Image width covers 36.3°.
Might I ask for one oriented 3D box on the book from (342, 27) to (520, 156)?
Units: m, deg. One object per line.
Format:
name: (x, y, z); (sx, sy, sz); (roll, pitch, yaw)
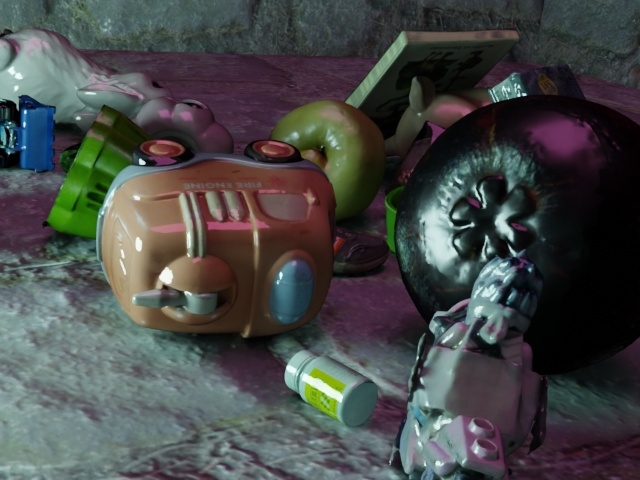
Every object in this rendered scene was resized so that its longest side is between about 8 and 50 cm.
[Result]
book: (0.155, -0.251, 1.745); (0.260, 0.043, 0.371); (-9, -22, -33)

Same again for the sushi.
sushi: (0.231, -0.061, 1.487); (0.273, 0.134, 0.109); (27, 37, 17)

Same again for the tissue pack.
tissue pack: (0.396, -0.156, 1.604); (0.185, 0.257, 0.081); (-18, -10, -46)

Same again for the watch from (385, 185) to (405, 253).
watch: (0.175, -0.035, 1.357); (0.165, 0.131, 0.152); (22, 34, 40)

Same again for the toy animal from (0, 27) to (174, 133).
toy animal: (-0.467, -0.291, 1.892); (0.357, 0.194, 0.258); (15, 8, 4)

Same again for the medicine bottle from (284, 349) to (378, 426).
medicine bottle: (0.009, 0.133, 0.888); (0.047, 0.047, 0.083); (-11, 24, -42)

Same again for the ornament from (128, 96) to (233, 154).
ornament: (-0.212, -0.120, 1.413); (0.177, 0.177, 0.177); (5, 18, -2)

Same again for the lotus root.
lotus root: (-0.247, -0.062, 1.279); (0.186, 0.186, 0.186); (5, 18, -2)

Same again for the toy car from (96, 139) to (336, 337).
toy car: (-0.098, 0.012, 1.049); (0.270, 0.181, 0.212); (-2, 29, -19)

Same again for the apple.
apple: (0.011, -0.120, 1.470); (0.200, 0.200, 0.200); (5, 18, -2)

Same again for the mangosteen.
mangosteen: (0.237, -0.005, 1.019); (0.300, 0.300, 0.300); (5, 18, -2)

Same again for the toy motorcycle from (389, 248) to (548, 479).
toy motorcycle: (0.119, 0.105, 0.755); (0.108, 0.204, 0.239); (13, 19, -15)

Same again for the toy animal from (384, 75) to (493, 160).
toy animal: (0.263, -0.166, 1.713); (0.256, 0.195, 0.213); (-10, 59, -31)

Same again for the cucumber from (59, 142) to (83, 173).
cucumber: (-0.303, -0.124, 1.567); (0.241, 0.074, 0.074); (6, 18, 6)

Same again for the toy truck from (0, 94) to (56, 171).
toy truck: (-0.538, -0.179, 1.604); (0.208, 0.113, 0.126); (3, 16, -10)

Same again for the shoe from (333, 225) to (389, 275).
shoe: (0.002, 0.000, 1.254); (0.194, 0.077, 0.074); (-1, 18, -19)
